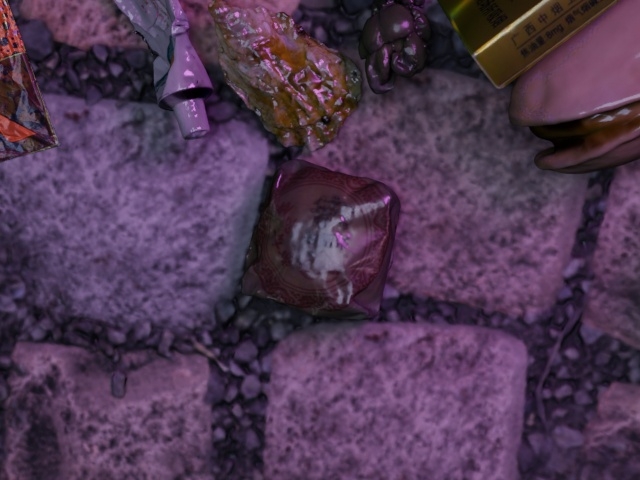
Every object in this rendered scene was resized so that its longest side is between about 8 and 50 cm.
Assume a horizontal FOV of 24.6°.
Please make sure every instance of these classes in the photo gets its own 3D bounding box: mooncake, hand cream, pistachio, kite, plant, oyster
[{"bbox_3d":[0.000,0.000,1.272,0.125,0.073,0.130,14,93,12],"label":"mooncake"},{"bbox_3d":[-0.161,-0.204,1.295,0.257,0.050,0.084,60,143,8],"label":"hand cream"},{"bbox_3d":[0.259,-0.144,1.171,0.238,0.153,0.138,-36,109,8],"label":"pistachio"},{"bbox_3d":[-0.294,-0.117,1.360,0.125,0.008,0.222,28,98,7],"label":"kite"},{"bbox_3d":[0.060,-0.213,1.251,0.085,0.087,0.174,-7,86,41],"label":"plant"},{"bbox_3d":[-0.027,-0.149,1.292,0.121,0.045,0.146,-10,91,-2],"label":"oyster"}]

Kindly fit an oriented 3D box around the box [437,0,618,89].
[{"bbox_3d":[0.238,-0.252,1.164,0.311,0.173,0.043,-36,113,11],"label":"box"}]
